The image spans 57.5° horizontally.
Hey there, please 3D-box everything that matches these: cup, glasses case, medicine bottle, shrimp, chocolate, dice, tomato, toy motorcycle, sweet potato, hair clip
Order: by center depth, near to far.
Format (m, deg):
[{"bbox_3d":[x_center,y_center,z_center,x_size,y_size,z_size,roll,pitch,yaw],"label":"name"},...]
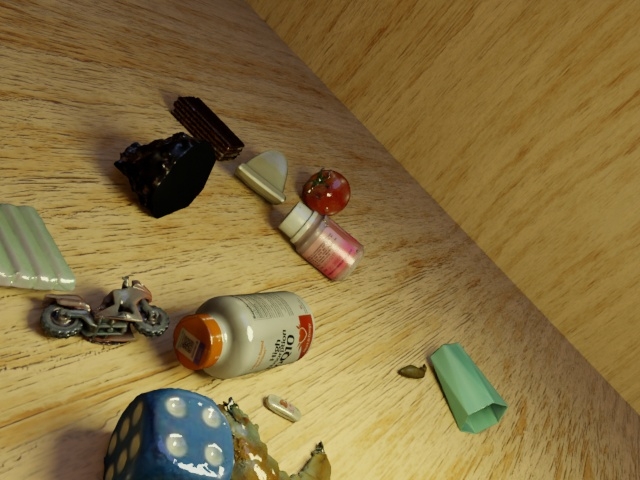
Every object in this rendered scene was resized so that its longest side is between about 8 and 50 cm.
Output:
[{"bbox_3d":[-0.218,0.307,0.841,0.146,0.143,0.146,27,28,-31],"label":"dice"},{"bbox_3d":[-0.371,0.119,1.008,0.212,0.084,0.118,6,43,-36],"label":"toy motorcycle"},{"bbox_3d":[-0.068,0.396,1.022,0.287,0.068,0.185,28,29,-35],"label":"shrimp"},{"bbox_3d":[-0.149,0.183,1.146,0.288,0.157,0.157,2,46,-56],"label":"medicine bottle"},{"bbox_3d":[-0.074,0.336,1.170,0.083,0.021,0.032,34,23,-19],"label":"glasses case"},{"bbox_3d":[-0.385,-0.191,1.380,0.177,0.206,0.224,35,28,9],"label":"chocolate"},{"bbox_3d":[0.267,0.368,1.635,0.153,0.038,0.041,12,61,-53],"label":"sweet potato"},{"bbox_3d":[0.408,0.415,1.672,0.148,0.134,0.236,26,25,-40],"label":"cup"},{"bbox_3d":[0.000,0.000,1.712,0.247,0.147,0.147,40,23,-6],"label":"medicine bottle"},{"bbox_3d":[-0.179,-0.198,1.831,0.172,0.113,0.282,37,29,-11],"label":"hair clip"},{"bbox_3d":[0.024,-0.164,2.032,0.167,0.167,0.167,34,25,-18],"label":"tomato"}]

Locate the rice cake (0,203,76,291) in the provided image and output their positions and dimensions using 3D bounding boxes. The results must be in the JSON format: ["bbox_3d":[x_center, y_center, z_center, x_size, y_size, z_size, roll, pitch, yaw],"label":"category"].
[{"bbox_3d":[-0.530,0.005,0.980,0.189,0.037,0.198,11,34,-48],"label":"rice cake"}]

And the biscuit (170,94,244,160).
[{"bbox_3d":[-0.360,-0.359,1.850,0.252,0.070,0.106,45,23,6],"label":"biscuit"}]
